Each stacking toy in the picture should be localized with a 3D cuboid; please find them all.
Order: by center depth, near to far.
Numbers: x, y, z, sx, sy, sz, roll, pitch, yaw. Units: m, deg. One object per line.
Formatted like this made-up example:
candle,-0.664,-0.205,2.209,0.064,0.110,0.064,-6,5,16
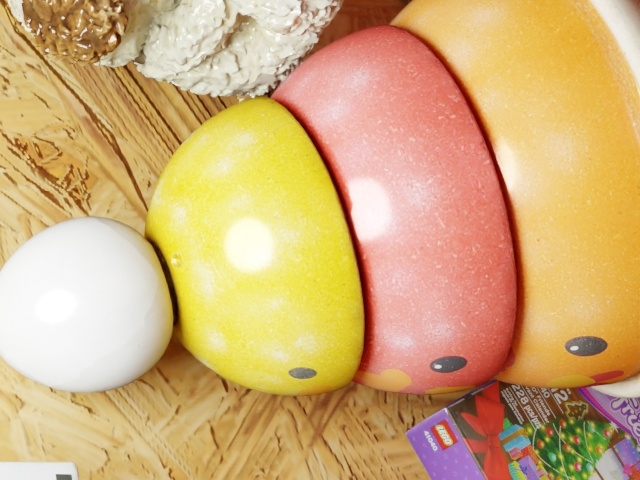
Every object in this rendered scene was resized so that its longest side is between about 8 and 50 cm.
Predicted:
stacking toy,0.000,0.000,1.373,0.480,0.350,0.351,-17,75,-17

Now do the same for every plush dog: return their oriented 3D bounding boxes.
plush dog,-0.122,-0.184,1.447,0.225,0.211,0.262,9,31,-17

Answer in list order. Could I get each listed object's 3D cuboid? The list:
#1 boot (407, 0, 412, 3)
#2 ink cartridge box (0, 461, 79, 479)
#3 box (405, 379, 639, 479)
boot,0.107,-0.291,1.722,0.152,0.073,0.197,-19,75,-37
ink cartridge box,-0.158,0.236,1.210,0.255,0.097,0.189,4,63,-34
box,0.215,0.230,1.517,0.201,0.057,0.293,-24,81,-43
